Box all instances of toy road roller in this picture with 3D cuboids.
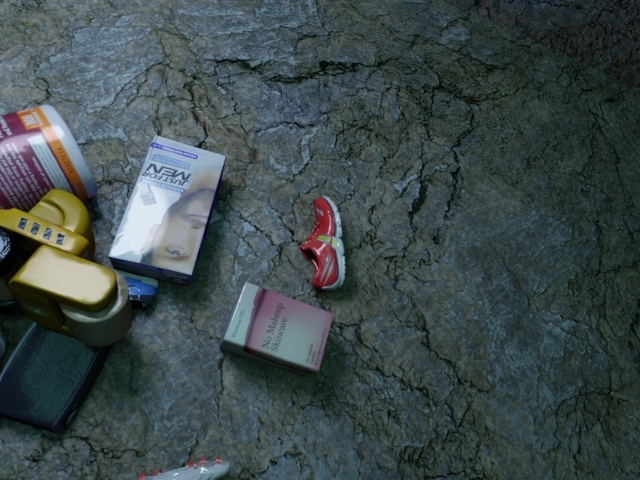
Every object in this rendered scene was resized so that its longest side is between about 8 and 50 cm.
[{"bbox_3d":[-0.514,0.042,0.833,0.330,0.202,0.240,23,52,-4],"label":"toy road roller"}]

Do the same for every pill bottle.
[{"bbox_3d":[-0.720,-0.125,0.867,0.392,0.224,0.224,-30,80,-28],"label":"pill bottle"}]

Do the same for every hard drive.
[{"bbox_3d":[-0.555,0.253,0.863,0.172,0.054,0.254,23,63,-9],"label":"hard drive"}]

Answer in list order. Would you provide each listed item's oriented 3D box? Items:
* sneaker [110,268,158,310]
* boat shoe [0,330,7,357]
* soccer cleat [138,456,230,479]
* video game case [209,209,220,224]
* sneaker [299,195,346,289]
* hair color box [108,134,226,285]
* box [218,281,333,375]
[{"bbox_3d":[-0.463,0.120,0.949,0.152,0.058,0.084,15,55,-20],"label":"sneaker"},{"bbox_3d":[-0.710,0.133,0.773,0.098,0.096,0.277,-40,113,-22],"label":"boat shoe"},{"bbox_3d":[-0.284,0.506,0.850,0.196,0.068,0.076,-7,76,-14],"label":"soccer cleat"},{"bbox_3d":[-0.371,-0.079,1.088,0.157,0.019,0.143,-33,81,-27],"label":"video game case"},{"bbox_3d":[0.000,0.000,1.141,0.118,0.107,0.279,-3,67,-11],"label":"sneaker"},{"bbox_3d":[-0.366,-0.076,1.017,0.185,0.110,0.338,15,66,-13],"label":"hair color box"},{"bbox_3d":[-0.107,0.218,0.994,0.232,0.127,0.148,21,63,-10],"label":"box"}]
